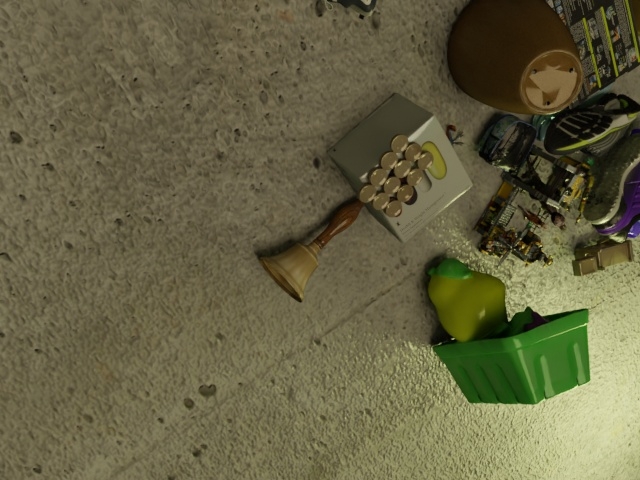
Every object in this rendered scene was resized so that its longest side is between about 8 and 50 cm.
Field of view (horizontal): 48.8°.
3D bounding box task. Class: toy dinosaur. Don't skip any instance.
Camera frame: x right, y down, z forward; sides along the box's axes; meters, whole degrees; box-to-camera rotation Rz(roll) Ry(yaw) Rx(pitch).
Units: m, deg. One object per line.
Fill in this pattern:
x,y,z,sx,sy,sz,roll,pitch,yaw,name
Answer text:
0.281,-0.207,1.537,0.090,0.047,0.082,-26,107,-1,toy dinosaur

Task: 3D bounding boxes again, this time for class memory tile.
0.143,-0.121,1.336,0.113,0.012,0.148,25,104,-35,memory tile

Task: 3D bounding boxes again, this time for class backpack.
0.413,-0.220,1.569,0.105,0.084,0.114,16,112,-34,backpack

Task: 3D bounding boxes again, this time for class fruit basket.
0.421,0.199,1.690,0.282,0.392,0.392,-15,122,-21,fruit basket

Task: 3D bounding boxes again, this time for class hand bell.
0.000,0.000,1.471,0.242,0.126,0.126,-45,128,-13,hand bell

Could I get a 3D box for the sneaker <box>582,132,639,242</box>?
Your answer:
0.731,-0.119,1.667,0.146,0.102,0.293,42,73,-23,sneaker

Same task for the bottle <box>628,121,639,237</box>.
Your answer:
0.783,-0.152,1.764,0.118,0.092,0.283,16,89,-61,bottle

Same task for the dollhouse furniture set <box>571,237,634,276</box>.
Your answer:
0.712,-0.006,1.864,0.181,0.101,0.161,-12,96,-21,dollhouse furniture set

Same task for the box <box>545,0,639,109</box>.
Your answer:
0.572,-0.454,1.524,0.216,0.060,0.270,-33,119,-9,box

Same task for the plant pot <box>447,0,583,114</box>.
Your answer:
0.392,-0.341,1.351,0.236,0.254,0.237,-3,118,-6,plant pot

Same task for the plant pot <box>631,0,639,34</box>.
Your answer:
0.728,-0.499,1.588,0.081,0.083,0.082,1,116,-29,plant pot

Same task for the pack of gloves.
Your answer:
0.599,-0.321,1.640,0.194,0.046,0.232,9,111,-30,pack of gloves

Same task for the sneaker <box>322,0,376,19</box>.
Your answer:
0.095,-0.479,1.255,0.234,0.094,0.153,-22,125,-16,sneaker

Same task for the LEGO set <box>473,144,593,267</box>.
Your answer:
0.530,-0.064,1.649,0.254,0.192,0.331,28,101,-36,LEGO set

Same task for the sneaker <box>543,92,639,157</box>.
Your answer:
0.622,-0.239,1.622,0.299,0.111,0.121,-22,136,-29,sneaker

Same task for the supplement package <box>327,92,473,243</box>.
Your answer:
0.163,-0.147,1.435,0.194,0.149,0.203,-41,128,-2,supplement package
